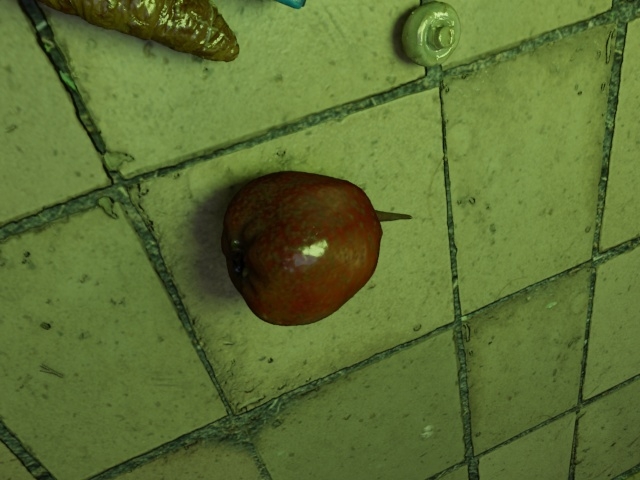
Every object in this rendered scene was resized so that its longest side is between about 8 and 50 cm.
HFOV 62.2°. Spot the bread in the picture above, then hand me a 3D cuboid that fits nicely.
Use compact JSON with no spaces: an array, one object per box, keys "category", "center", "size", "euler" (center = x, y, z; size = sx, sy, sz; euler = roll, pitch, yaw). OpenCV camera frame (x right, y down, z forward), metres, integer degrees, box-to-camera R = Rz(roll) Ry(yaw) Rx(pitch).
[{"category":"bread","center":[-0.186,-0.255,0.560],"size":[0.233,0.105,0.076],"euler":[10,120,-34]}]

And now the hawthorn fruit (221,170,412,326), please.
[{"category":"hawthorn fruit","center":[0.000,0.000,0.733],"size":[0.263,0.210,0.210],"euler":[-15,124,-23]}]

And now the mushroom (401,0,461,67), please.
[{"category":"mushroom","center":[0.150,-0.275,0.711],"size":[0.084,0.067,0.083],"euler":[-8,115,-18]}]

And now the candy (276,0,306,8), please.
[{"category":"candy","center":[-0.138,-0.362,0.520],"size":[0.306,0.100,0.157],"euler":[9,116,-28]}]
